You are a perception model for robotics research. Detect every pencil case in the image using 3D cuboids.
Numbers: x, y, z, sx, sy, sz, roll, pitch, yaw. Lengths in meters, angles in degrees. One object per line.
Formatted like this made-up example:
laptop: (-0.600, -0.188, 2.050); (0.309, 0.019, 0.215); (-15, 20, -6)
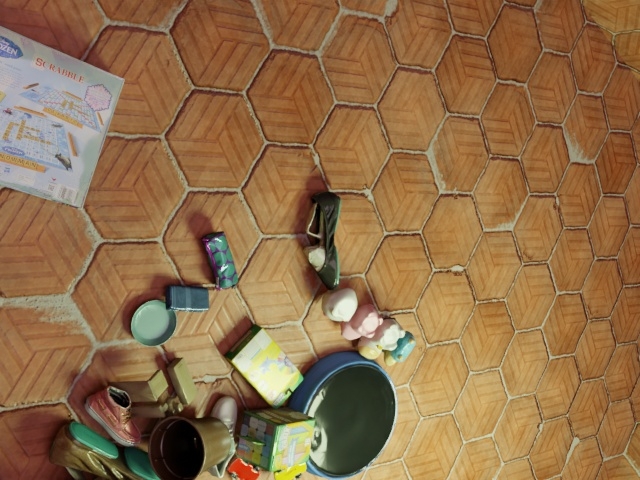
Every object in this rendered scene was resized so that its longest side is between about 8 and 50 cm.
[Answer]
pencil case: (-0.262, 0.053, 1.767); (0.070, 0.064, 0.151); (-36, 118, -52)

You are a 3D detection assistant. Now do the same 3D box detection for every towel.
towel: (-0.342, 0.149, 1.740); (0.119, 0.029, 0.067); (9, 74, -42)

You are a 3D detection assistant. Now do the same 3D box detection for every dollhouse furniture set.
dollhouse furniture set: (-0.423, 0.379, 1.733); (0.151, 0.123, 0.144); (-51, 128, -58)

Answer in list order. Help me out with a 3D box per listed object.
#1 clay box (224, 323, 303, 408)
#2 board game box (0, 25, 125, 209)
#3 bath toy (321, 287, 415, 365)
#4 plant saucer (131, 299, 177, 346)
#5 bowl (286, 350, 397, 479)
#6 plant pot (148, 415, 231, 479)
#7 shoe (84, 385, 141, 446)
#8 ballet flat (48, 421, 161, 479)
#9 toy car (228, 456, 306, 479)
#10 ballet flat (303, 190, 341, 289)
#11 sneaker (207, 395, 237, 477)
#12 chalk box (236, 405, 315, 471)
clay box: (-0.153, 0.355, 1.893); (0.127, 0.053, 0.222); (-46, 120, -20)
board game box: (-0.630, -0.265, 1.474); (0.319, 0.066, 0.318); (20, 86, -34)
bath toy: (0.123, 0.248, 2.019); (0.348, 0.129, 0.151); (39, 92, -31)
plant saucer: (-0.422, 0.207, 1.711); (0.119, 0.021, 0.119); (-5, 99, -33)
bowl: (0.075, 0.534, 2.058); (0.391, 0.077, 0.391); (-6, 100, -33)
plant pot: (-0.321, 0.520, 1.725); (0.165, 0.167, 0.167); (14, 89, -67)
shoe: (-0.485, 0.429, 1.654); (0.081, 0.063, 0.178); (-32, 113, 19)
ballet flat: (-0.511, 0.561, 1.662); (0.342, 0.116, 0.124); (37, 96, -33)
toy car: (-0.171, 0.712, 1.931); (0.239, 0.053, 0.225); (10, 96, -26)
ballet flat: (0.000, 0.000, 1.926); (0.096, 0.095, 0.280); (3, 86, -24)
sneaker: (-0.256, 0.531, 1.827); (0.080, 0.094, 0.212); (11, 91, -33)
chalk box: (-0.136, 0.541, 1.852); (0.213, 0.132, 0.132); (8, 92, -51)
